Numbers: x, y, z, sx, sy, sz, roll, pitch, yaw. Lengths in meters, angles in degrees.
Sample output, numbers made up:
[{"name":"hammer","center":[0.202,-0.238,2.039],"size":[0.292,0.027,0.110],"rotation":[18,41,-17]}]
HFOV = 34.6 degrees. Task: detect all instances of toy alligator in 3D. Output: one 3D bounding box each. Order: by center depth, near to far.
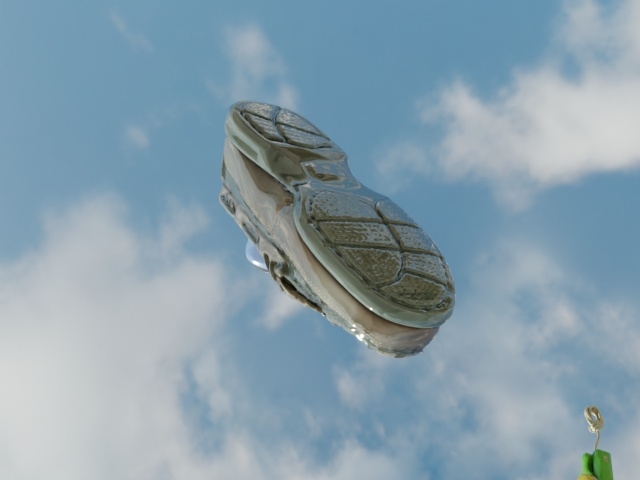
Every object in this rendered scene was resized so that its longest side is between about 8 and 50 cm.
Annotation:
[{"name":"toy alligator","center":[0.283,0.260,1.058],"size":[0.056,0.051,0.190],"rotation":[21,-139,-19]}]

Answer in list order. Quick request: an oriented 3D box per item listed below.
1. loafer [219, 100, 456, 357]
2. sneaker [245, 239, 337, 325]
[{"name":"loafer","center":[0.000,0.000,0.671],"size":[0.096,0.084,0.267],"rotation":[7,-151,-30]},{"name":"sneaker","center":[0.009,0.046,1.109],"size":[0.232,0.090,0.081],"rotation":[12,-157,-37]}]
